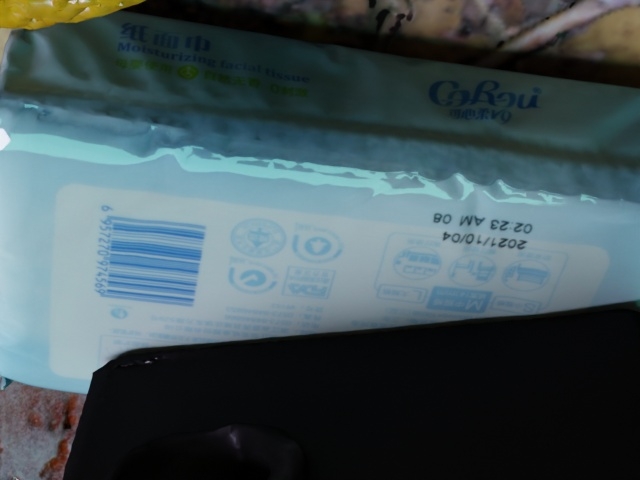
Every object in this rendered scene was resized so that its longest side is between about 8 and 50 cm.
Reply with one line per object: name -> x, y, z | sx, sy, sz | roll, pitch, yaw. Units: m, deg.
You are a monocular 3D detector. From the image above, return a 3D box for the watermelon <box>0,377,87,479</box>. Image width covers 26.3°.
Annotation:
watermelon -> -0.152, 0.091, 0.656 | 0.187, 0.139, 0.071 | 26, 157, -3

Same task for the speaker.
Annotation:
speaker -> 0.042, 0.167, 0.535 | 0.253, 0.184, 0.232 | -7, 122, 7

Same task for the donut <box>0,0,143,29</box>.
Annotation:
donut -> -0.109, -0.172, 0.366 | 0.277, 0.109, 0.278 | 1, 138, 1

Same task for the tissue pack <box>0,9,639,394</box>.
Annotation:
tissue pack -> 0.000, 0.000, 0.574 | 0.263, 0.089, 0.177 | 6, 140, -7
